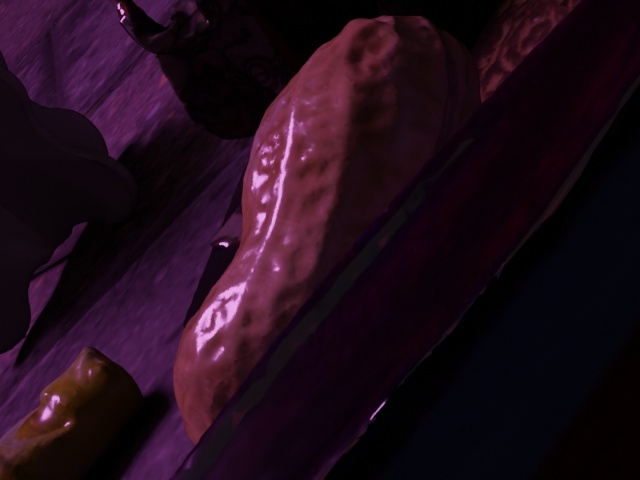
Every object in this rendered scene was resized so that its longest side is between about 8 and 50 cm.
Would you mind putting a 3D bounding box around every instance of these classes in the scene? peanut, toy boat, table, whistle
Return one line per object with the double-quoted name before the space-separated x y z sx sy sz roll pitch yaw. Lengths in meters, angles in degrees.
"peanut" 0.000 0.000 0.696 0.174 0.080 0.080 -65 24 -7
"toy boat" 0.028 0.056 0.577 0.392 0.079 0.136 -51 31 -7
"table" -0.206 -0.051 1.018 0.166 0.198 0.166 -40 24 22
"whistle" -0.146 0.131 0.821 0.198 0.057 0.104 -47 32 -13

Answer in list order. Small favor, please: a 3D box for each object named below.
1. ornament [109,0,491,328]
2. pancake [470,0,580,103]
"ornament" -0.051 -0.103 0.818 0.153 0.196 0.166 -30 28 38
"pancake" 0.111 -0.084 0.713 0.190 0.020 0.184 -46 22 12
